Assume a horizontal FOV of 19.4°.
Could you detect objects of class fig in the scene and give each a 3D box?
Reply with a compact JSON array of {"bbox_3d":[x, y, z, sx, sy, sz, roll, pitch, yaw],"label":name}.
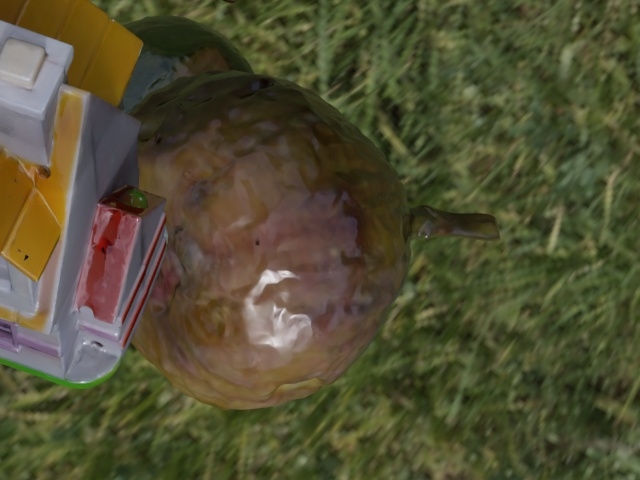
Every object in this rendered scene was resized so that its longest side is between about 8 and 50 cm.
[{"bbox_3d":[-0.173,-0.117,1.845,0.195,0.245,0.195,30,139,30],"label":"fig"},{"bbox_3d":[0.000,0.000,1.593,0.286,0.368,0.286,1,92,51],"label":"fig"}]

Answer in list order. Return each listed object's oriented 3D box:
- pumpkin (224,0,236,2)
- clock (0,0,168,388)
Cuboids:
[{"bbox_3d":[-0.011,-0.244,0.760,0.130,0.149,0.254,29,115,-30],"label":"pumpkin"},{"bbox_3d":[-0.211,-0.058,1.102,0.235,0.166,0.309,19,157,4],"label":"clock"}]
